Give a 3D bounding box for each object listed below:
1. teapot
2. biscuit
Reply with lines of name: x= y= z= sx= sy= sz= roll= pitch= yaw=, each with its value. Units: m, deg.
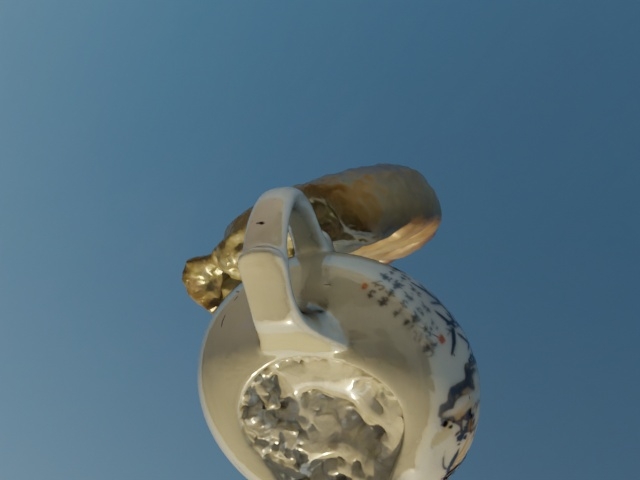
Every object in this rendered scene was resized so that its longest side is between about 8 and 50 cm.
teapot: x=0.001 y=0.099 z=0.476 sx=0.208 sy=0.300 sz=0.166 roll=-3 pitch=-146 yaw=27
biscuit: x=-0.001 y=-0.001 z=0.672 sx=0.274 sy=0.213 sz=0.091 roll=-30 pitch=-104 yaw=37
